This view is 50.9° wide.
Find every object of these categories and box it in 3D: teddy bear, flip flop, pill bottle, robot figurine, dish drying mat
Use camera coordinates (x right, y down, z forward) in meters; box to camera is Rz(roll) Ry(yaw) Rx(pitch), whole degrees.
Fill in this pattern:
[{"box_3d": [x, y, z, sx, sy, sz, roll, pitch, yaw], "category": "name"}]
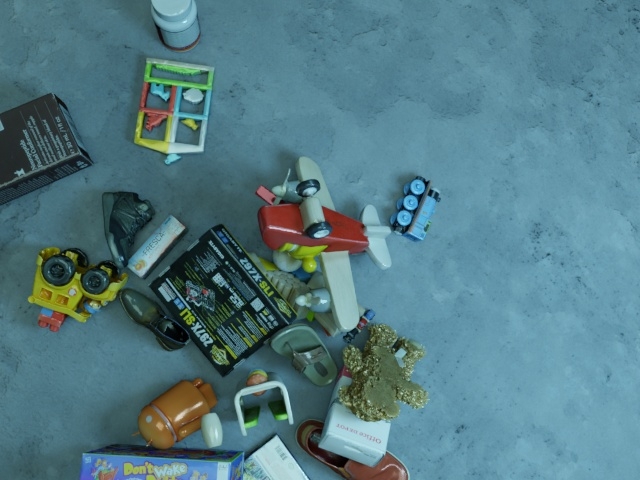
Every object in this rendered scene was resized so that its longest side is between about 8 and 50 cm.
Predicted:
[{"box_3d": [0.161, 0.348, 1.744, 0.245, 0.113, 0.338, 21, 38, -11], "category": "teddy bear"}, {"box_3d": [-0.032, 0.307, 1.738, 0.112, 0.080, 0.277, -33, 130, 2], "category": "flip flop"}, {"box_3d": [-0.390, -0.604, 1.812, 0.121, 0.221, 0.121, 1, 83, -5], "category": "pill bottle"}, {"box_3d": [-0.370, 0.444, 1.718, 0.219, 0.128, 0.158, -33, 69, -32], "category": "robot figurine"}, {"box_3d": [-0.142, -0.120, 1.887, 0.083, 0.008, 0.032, 35, 82, -1], "category": "dish drying mat"}]

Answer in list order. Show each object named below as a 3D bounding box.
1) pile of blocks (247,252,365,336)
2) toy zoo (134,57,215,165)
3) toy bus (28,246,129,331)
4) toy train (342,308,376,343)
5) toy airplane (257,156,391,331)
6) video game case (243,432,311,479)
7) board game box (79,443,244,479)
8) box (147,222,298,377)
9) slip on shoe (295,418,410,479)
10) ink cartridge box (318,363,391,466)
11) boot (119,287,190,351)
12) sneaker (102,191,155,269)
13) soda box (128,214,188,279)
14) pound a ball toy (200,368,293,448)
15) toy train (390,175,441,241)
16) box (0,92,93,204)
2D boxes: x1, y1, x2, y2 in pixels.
[{"box_3d": [-0.064, 0.150, 1.828, 0.362, 0.149, 0.112, 29, 125, 8], "category": "pile of blocks"}, {"box_3d": [-0.408, -0.355, 1.878, 0.193, 0.030, 0.293, 8, 82, -4], "category": "toy zoo"}, {"box_3d": [-0.639, 0.142, 1.750, 0.220, 0.149, 0.211, 19, 95, -5], "category": "toy bus"}, {"box_3d": [0.108, 0.227, 1.813, 0.027, 0.036, 0.158, 40, 38, 10], "category": "toy train"}, {"box_3d": [0.000, 0.000, 1.752, 0.272, 0.386, 0.384, -30, 108, 30], "category": "toy airplane"}, {"box_3d": [-0.132, 0.667, 1.777, 0.210, 0.042, 0.232, -37, 88, -8], "category": "video game case"}, {"box_3d": [-0.375, 0.559, 1.649, 0.347, 0.233, 0.078, 3, 79, 2], "category": "board game box"}, {"box_3d": [-0.256, 0.157, 1.755, 0.257, 0.079, 0.322, -41, 88, 22], "category": "box"}, {"box_3d": [0.087, 0.579, 1.780, 0.331, 0.101, 0.123, 29, 80, -3], "category": "slip on shoe"}, {"box_3d": [0.101, 0.453, 1.750, 0.159, 0.092, 0.217, 21, 46, -2], "category": "ink cartridge box"}, {"box_3d": [-0.423, 0.198, 1.746, 0.219, 0.106, 0.082, 48, 57, -17], "category": "boot"}, {"box_3d": [-0.504, -0.036, 1.783, 0.130, 0.087, 0.227, -9, 60, -8], "category": "sneaker"}, {"box_3d": [-0.439, 0.017, 1.814, 0.058, 0.063, 0.183, 41, 81, 3], "category": "soda box"}, {"box_3d": [-0.185, 0.399, 1.664, 0.208, 0.319, 0.135, -12, 84, -6], "category": "pound a ball toy"}, {"box_3d": [0.270, -0.089, 1.890, 0.105, 0.080, 0.184, 27, 79, -11], "category": "toy train"}, {"box_3d": [-0.827, -0.219, 1.770, 0.382, 0.143, 0.191, -26, 87, -6], "category": "box"}]
